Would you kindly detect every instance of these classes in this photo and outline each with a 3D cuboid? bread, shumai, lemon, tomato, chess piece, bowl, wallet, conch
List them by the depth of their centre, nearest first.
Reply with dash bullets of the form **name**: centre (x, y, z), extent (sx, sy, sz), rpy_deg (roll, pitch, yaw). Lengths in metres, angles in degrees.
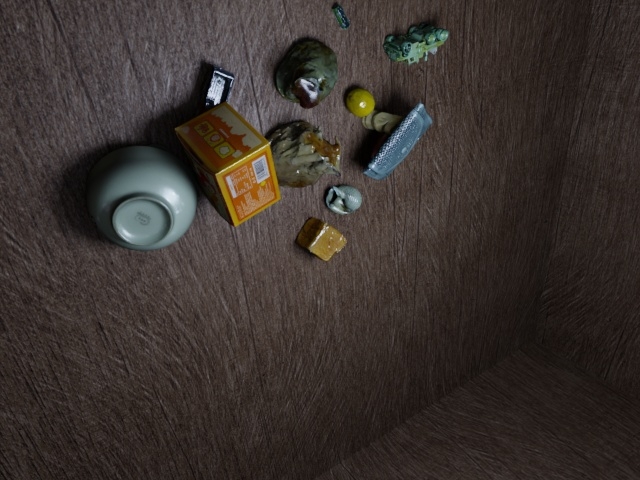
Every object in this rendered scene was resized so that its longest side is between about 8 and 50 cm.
- **bowl**: centre (-0.561, -0.102, 1.408), extent (0.354, 0.185, 0.353), rpy_deg (-10, 124, -15)
- **shumai**: centre (-0.010, -0.591, 1.600), extent (0.272, 0.204, 0.222), rpy_deg (-50, 130, -10)
- **shumai**: centre (-0.057, -0.295, 1.666), extent (0.314, 0.262, 0.267), rpy_deg (-23, 121, -22)
- **lemon**: centre (0.162, -0.555, 1.788), extent (0.133, 0.109, 0.109), rpy_deg (17, 101, -41)
- **wallet**: centre (0.323, -0.386, 1.813), extent (0.342, 0.075, 0.237), rpy_deg (-50, 163, 15)
- **chess piece**: centre (0.260, -0.488, 1.825), extent (0.090, 0.200, 0.090), rpy_deg (-14, 117, -28)
- **bread**: centre (0.000, 0.000, 1.912), extent (0.143, 0.149, 0.158), rpy_deg (-53, 129, -6)
- **conch**: centre (0.102, -0.180, 1.926), extent (0.153, 0.102, 0.135), rpy_deg (28, 107, -6)
- **tomato**: centre (0.276, -0.398, 1.948), extent (0.174, 0.082, 0.166), rpy_deg (-46, 144, 1)

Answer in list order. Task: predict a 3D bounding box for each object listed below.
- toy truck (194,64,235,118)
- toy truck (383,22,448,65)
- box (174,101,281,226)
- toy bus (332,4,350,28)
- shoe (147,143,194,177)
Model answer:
- **toy truck**: centre (-0.355, -0.479, 1.486), extent (0.083, 0.092, 0.192), rpy_deg (11, 105, -38)
- **toy truck**: centre (0.393, -0.794, 1.830), extent (0.260, 0.128, 0.135), rpy_deg (-26, 137, -23)
- **box**: centre (-0.301, -0.244, 1.466), extent (0.214, 0.259, 0.283), rpy_deg (-36, 152, -19)
- **toy bus**: centre (0.077, -0.831, 1.651), extent (0.031, 0.037, 0.083), rpy_deg (-45, 129, -9)
- **shoe**: centre (-0.503, -0.249, 1.502), extent (0.079, 0.078, 0.195), rpy_deg (-51, 133, -3)
